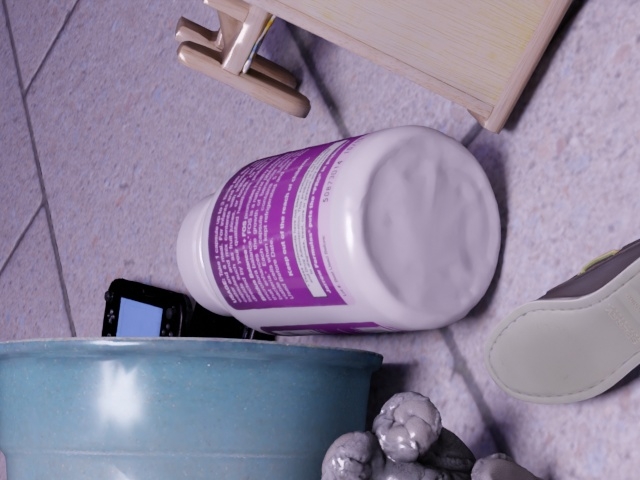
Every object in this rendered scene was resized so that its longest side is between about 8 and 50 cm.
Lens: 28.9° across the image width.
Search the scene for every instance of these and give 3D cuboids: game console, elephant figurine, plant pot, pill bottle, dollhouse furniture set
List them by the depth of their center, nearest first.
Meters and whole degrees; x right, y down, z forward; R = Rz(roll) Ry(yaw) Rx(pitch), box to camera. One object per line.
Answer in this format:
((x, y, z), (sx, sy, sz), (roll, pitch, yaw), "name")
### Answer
((0.113, 0.231, 0.867), (0.239, 0.186, 0.169), (30, 138, 30), "elephant figurine")
((-0.119, 0.261, 1.041), (0.341, 0.341, 0.334), (-10, 75, 52), "plant pot")
((0.000, 0.000, 1.099), (0.301, 0.169, 0.169), (-7, 70, 53), "pill bottle")
((0.054, -0.275, 1.166), (0.362, 0.256, 0.394), (-62, 15, 14), "dollhouse furniture set")
((-0.165, 0.125, 1.388), (0.361, 0.044, 0.213), (8, 82, 56), "game console")

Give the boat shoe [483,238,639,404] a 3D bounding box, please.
((0.209, 0.052, 0.876), (0.227, 0.068, 0.081), (-35, 89, 47), "boat shoe")
